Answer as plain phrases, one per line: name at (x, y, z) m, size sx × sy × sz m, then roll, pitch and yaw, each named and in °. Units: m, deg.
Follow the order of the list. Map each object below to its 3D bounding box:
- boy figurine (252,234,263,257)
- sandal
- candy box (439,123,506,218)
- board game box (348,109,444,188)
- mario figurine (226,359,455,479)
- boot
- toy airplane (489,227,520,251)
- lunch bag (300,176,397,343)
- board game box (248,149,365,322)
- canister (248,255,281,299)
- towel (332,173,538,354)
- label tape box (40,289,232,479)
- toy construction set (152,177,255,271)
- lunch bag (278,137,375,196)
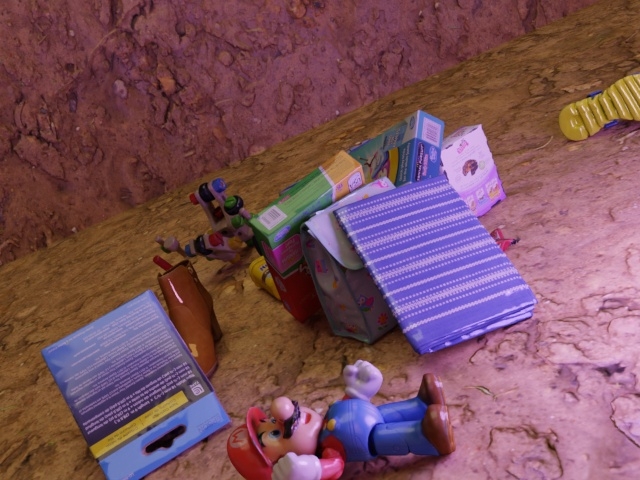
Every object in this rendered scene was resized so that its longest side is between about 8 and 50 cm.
boy figurine at (-0.069, -0.053, 2.267) m, size 0.177 × 0.092 × 0.285 m, roll -11°, pitch 24°, yaw 40°
sandal at (0.775, -0.359, 2.035) m, size 0.317 × 0.126 × 0.138 m, roll -12°, pitch 13°, yaw 45°
candy box at (0.336, -0.151, 1.871) m, size 0.165 × 0.196 × 0.070 m, roll -33°, pitch 20°, yaw -30°
board game box at (0.141, -0.118, 1.838) m, size 0.336 × 0.079 × 0.253 m, roll -27°, pitch 48°, yaw 54°
mario figurine at (0.019, 0.255, 1.118) m, size 0.321 × 0.170 × 0.198 m, roll -14°, pitch -16°, yaw 5°
boot at (-0.298, 0.172, 1.694) m, size 0.104 × 0.211 × 0.295 m, roll -20°, pitch 18°, yaw 11°
toy airplane at (0.341, 0.021, 1.641) m, size 0.151 × 0.028 × 0.151 m, roll -21°, pitch 16°, yaw 6°
lunch bag at (0.094, 0.031, 1.537) m, size 0.223 × 0.262 × 0.160 m, roll -31°, pitch 19°, yaw -27°
board game box at (0.000, 0.000, 1.630) m, size 0.242 × 0.316 × 0.064 m, roll -39°, pitch 55°, yaw -15°
canister at (-0.092, 0.079, 1.937) m, size 0.126 × 0.073 × 0.170 m, roll -29°, pitch 20°, yaw -15°
towel at (0.198, 0.034, 1.406) m, size 0.243 × 0.040 × 0.336 m, roll -18°, pitch 54°, yaw -16°
label tape box at (-0.342, 0.290, 1.497) m, size 0.241 × 0.106 × 0.333 m, roll -30°, pitch 60°, yaw -15°
toy construction set at (-0.298, 0.007, 2.282) m, size 0.309 × 0.237 × 0.257 m, roll -40°, pitch 43°, yaw 5°
lunch bag at (0.041, -0.168, 2.190) m, size 0.243 × 0.115 × 0.303 m, roll -23°, pitch 8°, yaw 46°
